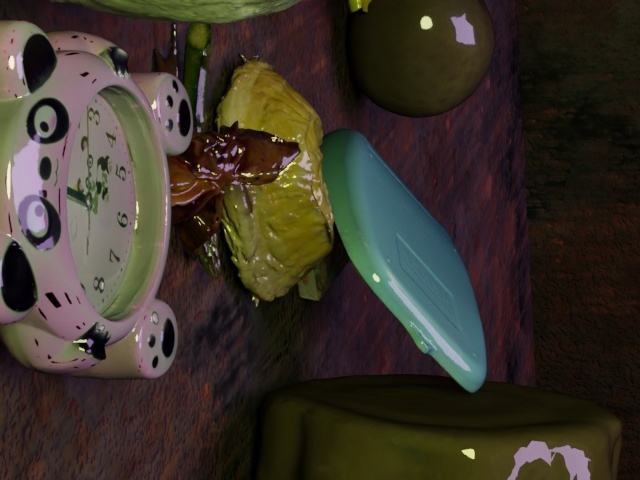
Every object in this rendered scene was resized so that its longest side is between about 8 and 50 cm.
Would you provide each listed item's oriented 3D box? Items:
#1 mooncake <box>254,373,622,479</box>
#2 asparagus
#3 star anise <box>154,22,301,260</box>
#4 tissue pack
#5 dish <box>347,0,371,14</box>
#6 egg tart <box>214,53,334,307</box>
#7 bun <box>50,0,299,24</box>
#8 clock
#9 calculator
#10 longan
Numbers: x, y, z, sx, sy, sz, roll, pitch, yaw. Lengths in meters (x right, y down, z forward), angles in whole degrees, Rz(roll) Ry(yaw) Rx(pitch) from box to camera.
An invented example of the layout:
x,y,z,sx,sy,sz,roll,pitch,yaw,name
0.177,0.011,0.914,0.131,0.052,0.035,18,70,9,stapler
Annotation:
x,y,z,sx,sy,sz,roll,pitch,yaw,name
0.117,0.257,1.440,0.378,0.378,0.201,-6,101,-74,mooncake
-0.107,-0.081,1.244,0.027,0.034,0.236,-54,144,-77,asparagus
-0.119,-0.081,1.190,0.140,0.144,0.158,-45,154,6,star anise
0.000,0.019,1.598,0.083,0.035,0.063,-49,142,-47,tissue pack
0.000,-0.373,1.485,0.221,0.108,0.262,68,25,-53,dish
-0.036,-0.062,1.400,0.232,0.098,0.252,-2,88,-78,egg tart
-0.124,-0.234,0.852,0.187,0.293,0.293,-49,146,-21,bun
-0.170,-0.025,0.934,0.248,0.090,0.228,31,61,-70,clock
0.092,0.016,1.557,0.256,0.054,0.386,47,17,-23,calculator
0.126,-0.253,1.788,0.220,0.196,0.197,35,56,-82,longan
